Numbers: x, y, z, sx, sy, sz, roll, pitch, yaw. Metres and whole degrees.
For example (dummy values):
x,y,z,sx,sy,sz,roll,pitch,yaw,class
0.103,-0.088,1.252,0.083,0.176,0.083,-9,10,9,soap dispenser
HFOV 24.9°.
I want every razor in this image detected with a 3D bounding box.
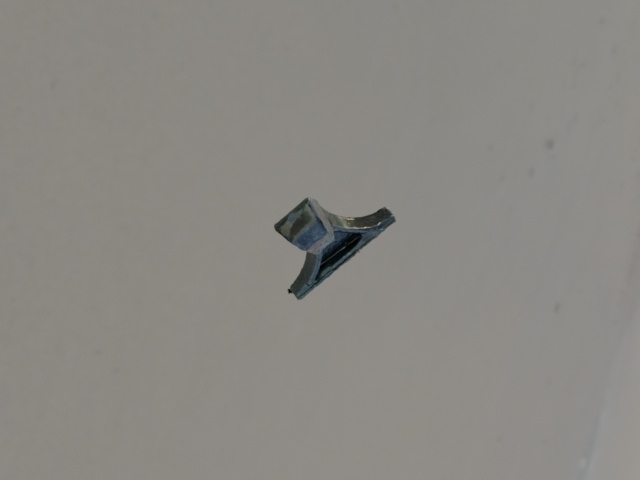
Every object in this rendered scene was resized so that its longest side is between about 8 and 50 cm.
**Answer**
x,y,z,sx,sy,sz,roll,pitch,yaw,class
-0.004,-0.005,0.634,0.066,0.033,0.190,-40,176,2,razor
